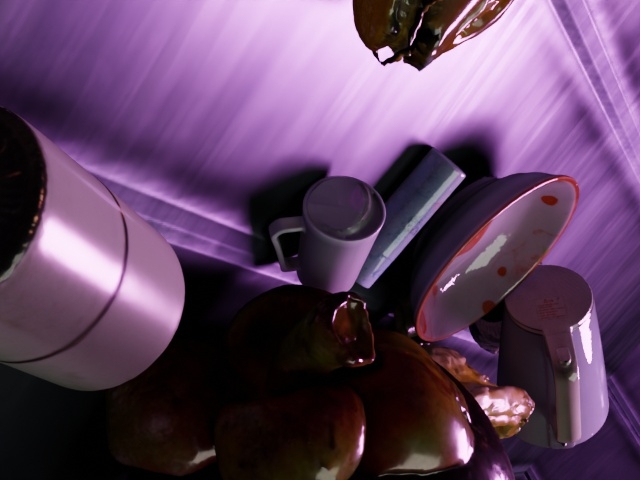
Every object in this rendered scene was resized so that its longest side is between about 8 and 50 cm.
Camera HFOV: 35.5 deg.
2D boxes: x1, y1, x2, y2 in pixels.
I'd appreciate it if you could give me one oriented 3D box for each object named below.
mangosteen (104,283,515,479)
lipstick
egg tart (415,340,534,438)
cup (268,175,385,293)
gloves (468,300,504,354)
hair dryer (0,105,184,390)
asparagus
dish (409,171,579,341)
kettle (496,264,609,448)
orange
[{"bbox_3d":[-0.013,0.231,0.932,0.382,0.382,0.435,-38,142,-13],"label":"mangosteen"},{"bbox_3d":[0.084,-0.023,1.044,0.158,0.048,0.048,-50,155,11],"label":"lipstick"},{"bbox_3d":[0.103,0.232,1.305,0.345,0.132,0.345,-14,155,-7],"label":"egg tart"},{"bbox_3d":[0.000,0.000,0.942,0.104,0.074,0.116,-8,148,-17],"label":"cup"},{"bbox_3d":[0.277,0.116,1.509,0.119,0.097,0.229,-62,146,-11],"label":"gloves"},{"bbox_3d":[-0.270,0.081,0.604,0.362,0.128,0.203,-36,157,0],"label":"hair dryer"},{"bbox_3d":[0.189,0.066,1.331,0.277,0.060,0.067,-18,101,-36],"label":"asparagus"},{"bbox_3d":[0.187,0.000,1.198,0.260,0.085,0.260,-33,152,-20],"label":"dish"},{"bbox_3d":[0.313,0.173,1.352,0.160,0.210,0.243,-5,137,10],"label":"kettle"},{"bbox_3d":[0.083,-0.190,0.707,0.160,0.112,0.170,-38,-171,-26],"label":"orange"}]
